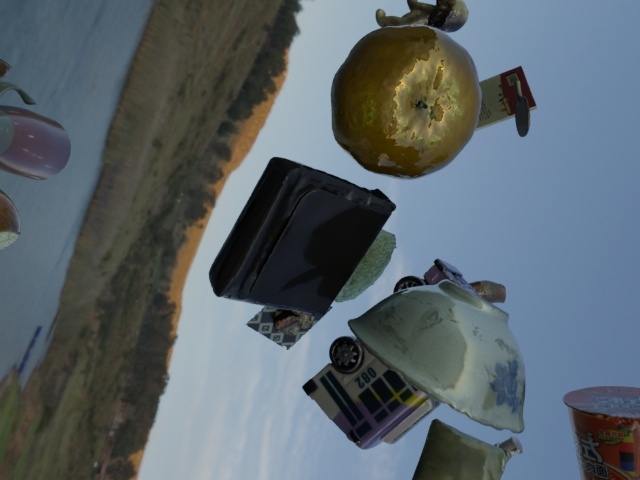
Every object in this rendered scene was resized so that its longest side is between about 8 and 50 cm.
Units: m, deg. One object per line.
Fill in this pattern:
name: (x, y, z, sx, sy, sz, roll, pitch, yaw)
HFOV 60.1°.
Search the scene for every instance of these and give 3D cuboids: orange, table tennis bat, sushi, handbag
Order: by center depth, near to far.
handbag: (-0.030, 0.000, 0.856, 0.247, 0.223, 0.080, -58, -141, 22)
orange: (0.151, -0.248, 1.008, 0.279, 0.279, 0.235, -65, -162, 12)
sushi: (-0.052, 0.147, 1.008, 0.126, 0.120, 0.026, -44, -142, 11)
table tennis bat: (0.537, -0.353, 1.483, 0.095, 0.014, 0.158, 78, 9, -75)

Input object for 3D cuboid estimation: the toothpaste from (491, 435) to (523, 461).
toothpaste: (0.390, 0.600, 1.443, 0.314, 0.056, 0.058, -46, -151, 27)

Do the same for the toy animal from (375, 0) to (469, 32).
toy animal: (0.263, -0.582, 1.456, 0.233, 0.121, 0.168, -25, -138, 2)

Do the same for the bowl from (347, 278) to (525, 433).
bowl: (0.212, 0.150, 0.874, 0.146, 0.313, 0.313, -60, -160, 5)

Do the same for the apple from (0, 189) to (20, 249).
apple: (-0.638, -0.026, 0.973, 0.160, 0.195, 0.173, 58, -15, 20)

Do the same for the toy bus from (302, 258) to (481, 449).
toy bus: (0.198, 0.273, 1.274, 0.440, 0.209, 0.249, -45, -113, 12)

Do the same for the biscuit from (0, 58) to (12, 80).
biscuit: (-0.504, -0.272, 0.737, 0.236, 0.180, 0.039, 20, -97, 62)

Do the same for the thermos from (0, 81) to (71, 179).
thermos: (-0.635, -0.223, 1.130, 0.265, 0.146, 0.176, 90, 25, -88)

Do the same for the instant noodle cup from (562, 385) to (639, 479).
instant noodle cup: (0.678, 0.449, 1.223, 0.250, 0.250, 0.192, 173, -88, -69)

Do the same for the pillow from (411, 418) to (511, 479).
pillow: (0.273, 0.543, 1.159, 0.302, 0.185, 0.075, -58, 163, -34)

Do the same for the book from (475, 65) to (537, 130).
book: (0.561, -0.455, 1.797, 0.232, 0.022, 0.162, -19, -112, 19)

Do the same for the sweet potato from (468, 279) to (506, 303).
sweet potato: (0.439, 0.151, 1.596, 0.077, 0.244, 0.077, 180, -90, -70)

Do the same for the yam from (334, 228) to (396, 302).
yam: (-0.001, 0.004, 1.211, 0.271, 0.202, 0.201, 37, -80, 35)
